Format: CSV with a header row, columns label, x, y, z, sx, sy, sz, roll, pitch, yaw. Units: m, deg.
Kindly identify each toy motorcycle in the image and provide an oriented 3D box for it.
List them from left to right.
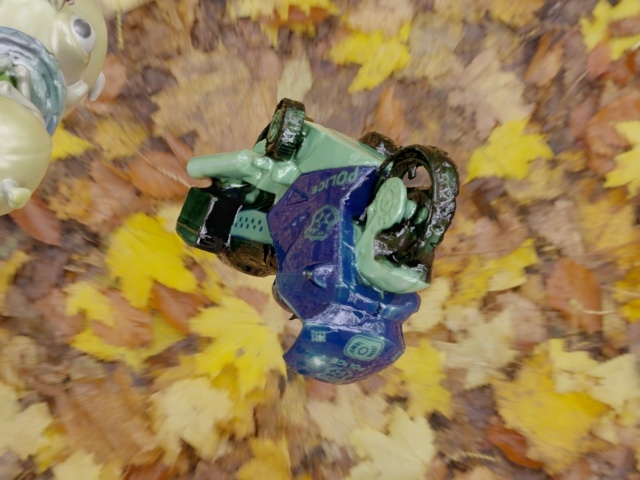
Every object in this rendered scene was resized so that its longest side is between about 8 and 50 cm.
label,x,y,z,sx,sy,sz,roll,pitch,yaw
toy motorcycle,0.000,0.000,1.309,0.125,0.331,0.196,19,91,-28

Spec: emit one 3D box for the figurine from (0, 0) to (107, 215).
label,x,y,z,sx,sy,sz,roll,pitch,yaw
figurine,-0.319,-0.116,1.599,0.227,0.394,0.274,20,112,-19
